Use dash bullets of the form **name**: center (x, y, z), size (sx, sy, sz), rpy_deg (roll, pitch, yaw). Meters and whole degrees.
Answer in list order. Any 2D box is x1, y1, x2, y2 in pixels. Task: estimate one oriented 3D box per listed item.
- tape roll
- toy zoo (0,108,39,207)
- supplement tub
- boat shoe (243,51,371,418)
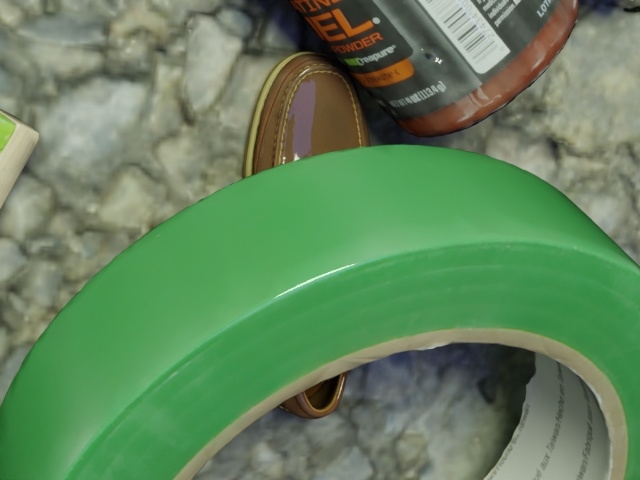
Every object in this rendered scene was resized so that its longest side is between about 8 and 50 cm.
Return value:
- **tape roll**: center (0.016, 0.113, 0.539), size (0.321, 0.077, 0.321), rpy_deg (-13, 127, -17)
- **toy zoo**: center (-0.253, -0.009, 0.411), size (0.293, 0.030, 0.192), rpy_deg (28, 92, -54)
- **supplement tub**: center (0.018, -0.146, 0.517), size (0.106, 0.106, 0.198), rpy_deg (-46, 113, -5)
- **boat shoe**: center (0.000, 0.000, 0.569), size (0.064, 0.060, 0.178), rpy_deg (-1, 103, -20)
